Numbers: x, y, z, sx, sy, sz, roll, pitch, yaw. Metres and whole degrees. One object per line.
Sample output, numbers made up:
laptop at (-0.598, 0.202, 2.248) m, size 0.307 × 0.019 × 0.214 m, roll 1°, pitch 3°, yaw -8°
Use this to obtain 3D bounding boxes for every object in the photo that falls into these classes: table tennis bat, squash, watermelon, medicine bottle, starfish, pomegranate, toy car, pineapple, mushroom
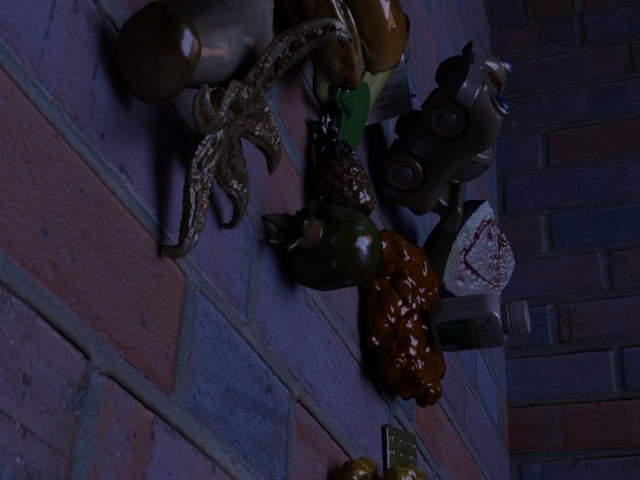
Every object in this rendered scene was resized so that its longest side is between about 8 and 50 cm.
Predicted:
table tennis bat at (0.049, -0.227, 1.882) m, size 0.257 × 0.039 × 0.160 m, roll 57°, pitch 51°, yaw -73°
squash at (0.090, -0.328, 1.953) m, size 0.237 × 0.155 × 0.204 m, roll 39°, pitch 44°, yaw -69°
watermelon at (0.330, 0.044, 2.380) m, size 0.213 × 0.201 × 0.262 m, roll -58°, pitch -173°, yaw -12°
medicine bottle at (0.308, 0.157, 2.019) m, size 0.069 × 0.183 × 0.119 m, roll -83°, pitch 158°, yaw -45°
starfish at (-0.088, -0.135, 1.238) m, size 0.327 × 0.094 × 0.375 m, roll -57°, pitch 170°, yaw 11°
pomegranate at (0.000, 0.000, 1.560) m, size 0.191 × 0.152 × 0.131 m, roll 28°, pitch 60°, yaw -44°
toy car at (0.287, -0.210, 2.181) m, size 0.226 × 0.336 × 0.242 m, roll 33°, pitch 35°, yaw -10°
pineapple at (0.027, -0.124, 1.763) m, size 0.108 × 0.108 × 0.197 m, roll 45°, pitch 28°, yaw -63°
mushroom at (-0.133, -0.247, 1.253) m, size 0.350 × 0.128 × 0.128 m, roll -48°, pitch 128°, yaw -64°

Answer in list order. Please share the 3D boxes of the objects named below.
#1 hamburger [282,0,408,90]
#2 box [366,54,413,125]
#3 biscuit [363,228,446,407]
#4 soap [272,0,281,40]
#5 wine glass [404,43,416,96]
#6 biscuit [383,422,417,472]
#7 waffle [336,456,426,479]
hamburger at (0.021, -0.403, 1.691) m, size 0.284 × 0.174 × 0.304 m, roll 58°, pitch 7°, yaw -34°
box at (0.110, -0.362, 2.099) m, size 0.139 × 0.035 × 0.245 m, roll -21°, pitch 106°, yaw -33°
biscuit at (0.167, 0.158, 2.062) m, size 0.318 × 0.111 × 0.312 m, roll 49°, pitch 35°, yaw -61°
soap at (-0.113, -0.350, 1.500) m, size 0.252 × 0.037 × 0.092 m, roll 24°, pitch 59°, yaw -70°
wine glass at (0.136, -0.410, 2.209) m, size 0.103 × 0.103 × 0.230 m, roll -23°, pitch 103°, yaw -72°
biscuit at (0.160, 0.439, 2.079) m, size 0.231 × 0.016 × 0.139 m, roll 40°, pitch 47°, yaw -65°
waffle at (0.095, 0.502, 1.624) m, size 0.324 × 0.151 × 0.261 m, roll -76°, pitch 148°, yaw -57°
